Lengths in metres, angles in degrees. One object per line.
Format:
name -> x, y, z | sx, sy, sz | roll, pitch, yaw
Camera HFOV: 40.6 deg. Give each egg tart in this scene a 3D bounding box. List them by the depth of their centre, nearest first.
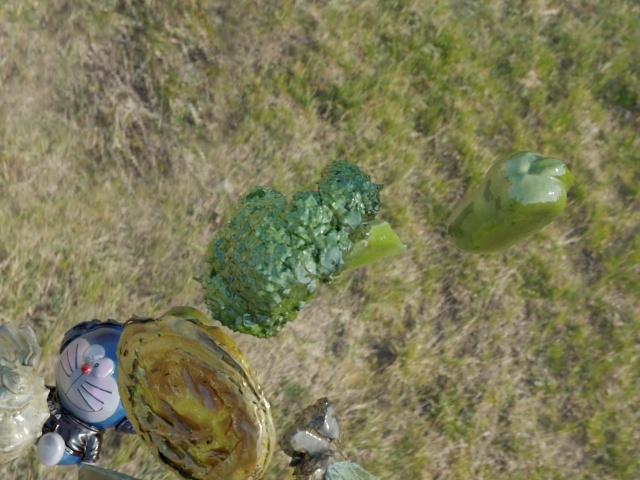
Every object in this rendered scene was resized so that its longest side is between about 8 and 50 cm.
egg tart -> -0.173, 0.219, 1.243 | 0.297, 0.297, 0.132 | 48, 40, 4

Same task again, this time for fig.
fig -> -0.232, 0.237, 1.707 | 0.245, 0.149, 0.149 | 43, 60, -12

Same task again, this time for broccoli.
broccoli -> -0.020, -0.016, 1.160 | 0.186, 0.254, 0.302 | 43, 61, 14

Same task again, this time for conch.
conch -> -0.655, 0.278, 1.601 | 0.210, 0.352, 0.297 | 52, 31, -40

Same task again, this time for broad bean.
broad bean -> 0.231, -0.046, 1.052 | 0.124, 0.174, 0.082 | -2, 66, -22

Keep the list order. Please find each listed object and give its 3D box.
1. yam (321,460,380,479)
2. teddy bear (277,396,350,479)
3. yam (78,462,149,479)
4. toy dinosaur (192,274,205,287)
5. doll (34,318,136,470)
yam -> 0.020, 0.322, 0.896 | 0.107, 0.183, 0.107 | 18, 24, -8
teddy bear -> -0.051, 0.496, 1.890 | 0.296, 0.246, 0.222 | -29, 42, -22
yam -> -0.094, 0.309, 0.593 | 0.202, 0.201, 0.271 | 17, 73, -21
toy dinosaur -> -0.241, 0.089, 1.793 | 0.060, 0.119, 0.029 | 22, 95, 7
doll -> -0.484, 0.325, 1.876 | 0.284, 0.240, 0.310 | 40, 94, 22
